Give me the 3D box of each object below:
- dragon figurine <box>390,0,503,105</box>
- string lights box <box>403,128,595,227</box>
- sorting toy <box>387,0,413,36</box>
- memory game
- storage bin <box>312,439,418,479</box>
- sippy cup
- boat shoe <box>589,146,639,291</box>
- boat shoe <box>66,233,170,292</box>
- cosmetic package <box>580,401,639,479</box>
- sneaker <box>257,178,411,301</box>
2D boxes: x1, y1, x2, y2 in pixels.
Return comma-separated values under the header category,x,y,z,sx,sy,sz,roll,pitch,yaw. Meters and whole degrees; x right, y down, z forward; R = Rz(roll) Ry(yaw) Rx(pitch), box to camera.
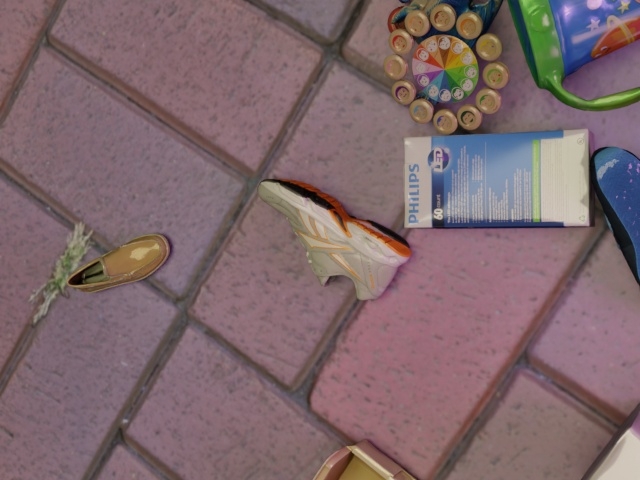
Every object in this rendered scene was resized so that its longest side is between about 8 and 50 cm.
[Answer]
category,x,y,z,sx,sy,sz,roll,pitch,yaw
dragon figurine,0.196,-0.314,1.338,0.144,0.085,0.289,40,129,5
string lights box,0.251,-0.083,1.370,0.259,0.077,0.133,0,90,22
sorting toy,0.139,-0.345,1.437,0.102,0.042,0.061,-41,98,6
memory game,0.171,-0.235,1.335,0.186,0.012,0.186,16,124,24
storage bin,0.075,0.476,1.422,0.262,0.123,0.260,36,103,19
sippy cup,0.359,-0.342,1.258,0.224,0.240,0.305,-18,118,11
boat shoe,0.440,-0.017,1.283,0.109,0.089,0.258,-23,102,8
boat shoe,-0.339,0.044,1.614,0.190,0.072,0.068,-27,80,20
cosmetic package,0.508,0.386,1.198,0.385,0.217,0.156,38,104,15
sneaker,0.000,0.000,1.466,0.262,0.099,0.121,32,106,20
